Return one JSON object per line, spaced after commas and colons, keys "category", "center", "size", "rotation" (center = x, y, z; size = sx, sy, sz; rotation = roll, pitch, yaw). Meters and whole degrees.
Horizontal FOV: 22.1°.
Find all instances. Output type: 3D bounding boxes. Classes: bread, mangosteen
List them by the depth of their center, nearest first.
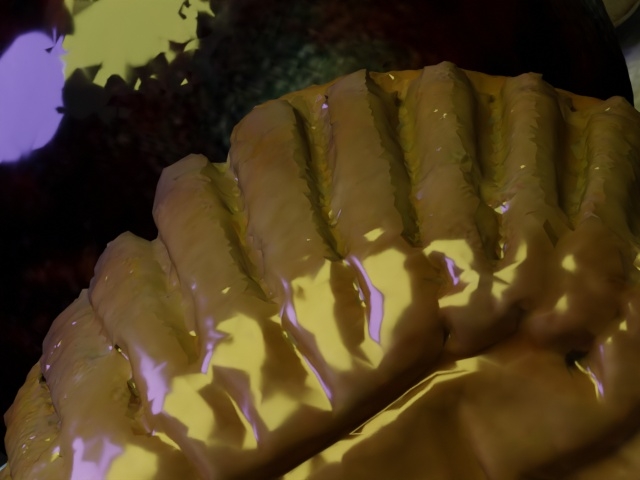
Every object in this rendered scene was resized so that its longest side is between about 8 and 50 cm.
{"category": "bread", "center": [0.037, 0.081, 0.447], "size": [0.274, 0.274, 0.149], "rotation": [-38, -3, -1]}
{"category": "mangosteen", "center": [0.000, 0.000, 0.657], "size": [0.306, 0.359, 0.306], "rotation": [-40, -8, -7]}

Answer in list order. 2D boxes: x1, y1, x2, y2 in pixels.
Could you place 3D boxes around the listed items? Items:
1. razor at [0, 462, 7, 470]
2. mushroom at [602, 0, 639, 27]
{"category": "razor", "center": [-0.177, 0.134, 0.868], "size": [0.135, 0.068, 0.040], "rotation": [-35, 22, 32]}
{"category": "mushroom", "center": [0.114, -0.159, 0.895], "size": [0.148, 0.112, 0.148], "rotation": [-19, 64, 43]}
